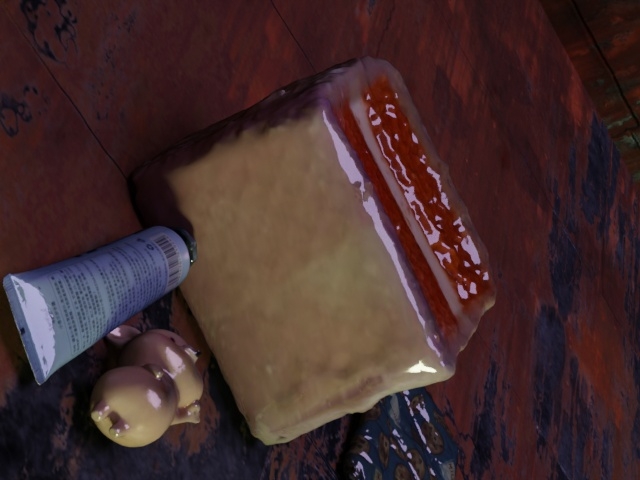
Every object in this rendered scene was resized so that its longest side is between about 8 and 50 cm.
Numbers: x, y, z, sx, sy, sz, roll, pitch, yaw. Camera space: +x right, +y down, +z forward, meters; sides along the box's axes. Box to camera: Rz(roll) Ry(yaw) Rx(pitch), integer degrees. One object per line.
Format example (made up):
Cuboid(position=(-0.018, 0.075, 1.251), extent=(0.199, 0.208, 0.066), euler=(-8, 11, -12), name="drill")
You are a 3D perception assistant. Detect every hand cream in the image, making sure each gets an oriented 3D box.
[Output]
Cuboid(position=(-0.184, 0.039, 1.568), extent=(0.271, 0.058, 0.091), euler=(-33, 109, -62), name="hand cream")

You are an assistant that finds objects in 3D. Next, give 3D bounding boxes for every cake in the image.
Cuboid(position=(0.000, 0.000, 1.770), extent=(0.308, 0.230, 0.237), euler=(65, 23, -10), name="cake")

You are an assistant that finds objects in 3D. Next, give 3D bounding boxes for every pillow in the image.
Cuboid(position=(0.094, 0.238, 2.028), extent=(0.189, 0.034, 0.255), euler=(59, 26, -23), name="pillow")

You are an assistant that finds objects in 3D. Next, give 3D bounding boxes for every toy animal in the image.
Cuboid(position=(-0.150, 0.122, 1.555), extent=(0.150, 0.089, 0.083), euler=(-52, 140, -66), name="toy animal")
